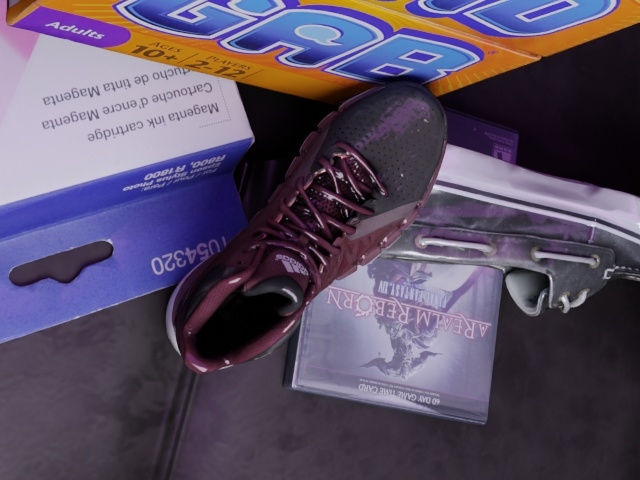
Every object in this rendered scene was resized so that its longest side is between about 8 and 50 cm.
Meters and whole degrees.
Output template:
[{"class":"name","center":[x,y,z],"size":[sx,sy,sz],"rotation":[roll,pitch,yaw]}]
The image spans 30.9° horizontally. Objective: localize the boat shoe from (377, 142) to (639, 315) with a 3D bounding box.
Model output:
[{"class":"boat shoe","center":[0.191,0.008,1.006],"size":[0.335,0.121,0.119],"rotation":[14,84,-15]}]

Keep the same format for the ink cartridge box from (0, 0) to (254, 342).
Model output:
[{"class":"ink cartridge box","center":[-0.218,-0.102,0.845],"size":[0.324,0.071,0.330],"rotation":[-20,91,-29]}]

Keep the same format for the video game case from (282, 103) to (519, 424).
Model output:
[{"class":"video game case","center":[0.077,0.010,1.011],"size":[0.196,0.026,0.274],"rotation":[14,75,-26]}]

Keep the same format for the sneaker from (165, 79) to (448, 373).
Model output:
[{"class":"sneaker","center":[0.000,0.000,0.839],"size":[0.106,0.162,0.281],"rotation":[42,92,-7]}]

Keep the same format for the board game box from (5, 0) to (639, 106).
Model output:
[{"class":"board game box","center":[0.029,-0.326,0.792],"size":[0.356,0.356,0.356],"rotation":[8,75,-41]}]
